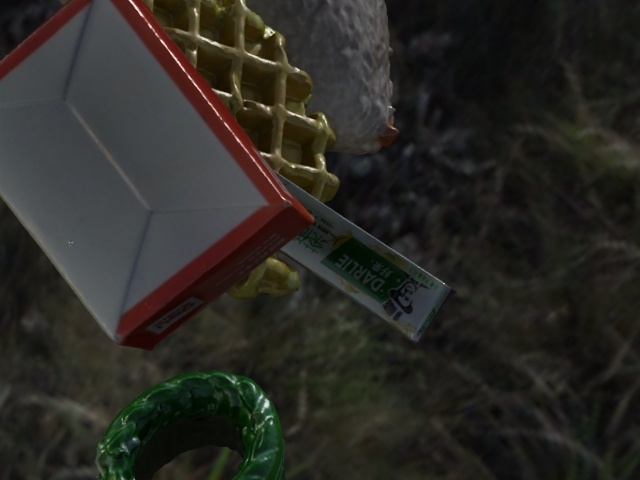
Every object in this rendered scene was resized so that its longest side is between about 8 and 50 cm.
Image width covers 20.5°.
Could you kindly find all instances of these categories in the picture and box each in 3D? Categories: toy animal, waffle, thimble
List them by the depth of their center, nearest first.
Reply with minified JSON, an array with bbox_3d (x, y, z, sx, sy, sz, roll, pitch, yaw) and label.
[{"bbox_3d":[-0.087,0.158,1.213,0.130,0.090,0.118,-12,58,-6],"label":"thimble"},{"bbox_3d":[-0.114,-0.082,1.394,0.283,0.065,0.309,-35,87,-32],"label":"waffle"},{"bbox_3d":[-0.060,-0.220,1.583,0.358,0.188,0.226,40,73,-6],"label":"toy animal"}]

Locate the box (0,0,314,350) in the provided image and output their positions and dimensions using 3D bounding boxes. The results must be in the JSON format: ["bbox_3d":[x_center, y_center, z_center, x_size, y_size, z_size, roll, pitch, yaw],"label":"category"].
[{"bbox_3d":[-0.111,-0.044,1.025,0.133,0.099,0.182,-40,80,2],"label":"box"}]

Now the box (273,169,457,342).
[{"bbox_3d":[0.000,0.000,1.300,0.207,0.041,0.050,34,92,13],"label":"box"}]
